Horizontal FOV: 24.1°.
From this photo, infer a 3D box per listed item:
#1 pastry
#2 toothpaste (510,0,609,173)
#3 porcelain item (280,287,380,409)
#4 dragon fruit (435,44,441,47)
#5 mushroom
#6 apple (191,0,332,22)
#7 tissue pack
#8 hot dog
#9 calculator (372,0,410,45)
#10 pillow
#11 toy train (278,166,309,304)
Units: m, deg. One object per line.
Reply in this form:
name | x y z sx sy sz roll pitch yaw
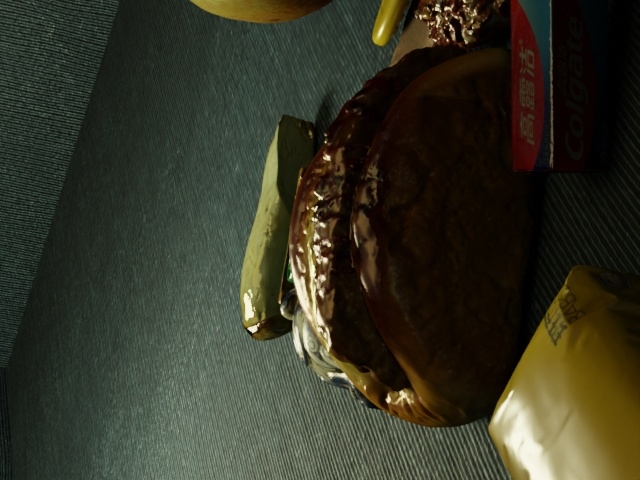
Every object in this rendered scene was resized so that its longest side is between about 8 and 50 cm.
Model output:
pastry | 0.170 -0.261 1.621 0.097 0.115 0.208 58 168 -6
toothpaste | 0.226 -0.224 1.423 0.066 0.076 0.321 -1 91 57
porcelain item | 0.055 0.046 1.754 0.186 0.138 0.288 40 118 55
dragon fruit | 0.152 -0.160 1.741 0.097 0.063 0.131 -49 -26 -71
mushroom | -0.056 -0.020 2.147 0.107 0.087 0.333 168 114 -69
apple | -0.074 -0.452 2.103 0.277 0.319 0.319 45 123 46
tissue pack | 0.248 0.168 1.178 0.271 0.134 0.192 -114 40 -56
hot dog | 0.092 -0.016 1.561 0.185 0.223 0.405 163 116 -70
calculator | 0.116 -0.355 1.878 0.146 0.032 0.235 -87 18 -74
pillow | 0.122 -0.241 1.861 0.135 0.034 0.211 -113 38 -54
toy train | 0.000 0.000 1.986 0.136 0.091 0.228 180 99 -80
